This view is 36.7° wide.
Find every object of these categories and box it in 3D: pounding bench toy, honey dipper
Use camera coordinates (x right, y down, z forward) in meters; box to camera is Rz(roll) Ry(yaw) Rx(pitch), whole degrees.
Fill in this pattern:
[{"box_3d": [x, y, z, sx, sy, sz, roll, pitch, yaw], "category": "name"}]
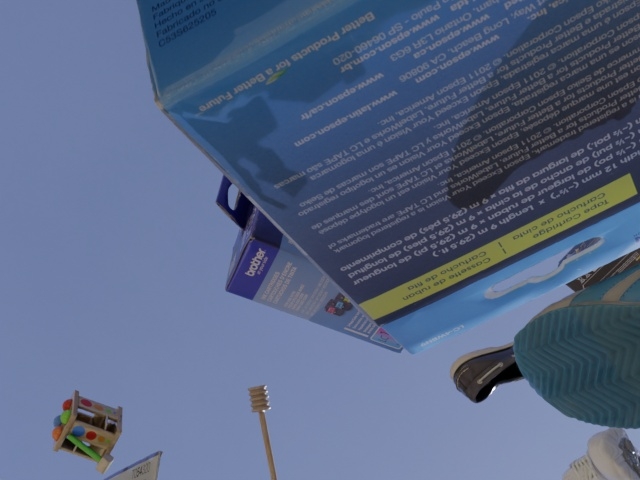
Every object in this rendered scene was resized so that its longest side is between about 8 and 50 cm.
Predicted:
[{"box_3d": [-0.256, 0.211, 1.047, 0.052, 0.065, 0.083, -59, -160, 14], "category": "pounding bench toy"}, {"box_3d": [-0.080, 0.297, 1.440, 0.030, 0.030, 0.161, -19, -101, 39], "category": "honey dipper"}]

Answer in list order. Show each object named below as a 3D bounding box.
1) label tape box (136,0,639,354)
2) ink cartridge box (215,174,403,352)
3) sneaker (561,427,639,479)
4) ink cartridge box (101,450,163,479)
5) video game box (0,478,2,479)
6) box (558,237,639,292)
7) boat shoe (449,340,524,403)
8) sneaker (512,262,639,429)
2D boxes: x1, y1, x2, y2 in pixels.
[{"box_3d": [0.087, -0.081, 0.605, 0.249, 0.348, 0.115, -27, -126, 13], "category": "label tape box"}, {"box_3d": [0.000, 0.000, 1.680, 0.270, 0.395, 0.151, -81, -166, -47], "category": "ink cartridge box"}, {"box_3d": [0.394, 0.330, 1.358, 0.115, 0.232, 0.090, -20, -122, 17], "category": "sneaker"}, {"box_3d": [-0.269, 0.480, 1.310, 0.324, 0.071, 0.330, -36, -139, 53], "category": "ink cartridge box"}, {"box_3d": [-0.215, 0.294, 0.751, 0.205, 0.048, 0.187, 32, -51, 19], "category": "video game box"}, {"box_3d": [0.416, 0.012, 1.094, 0.183, 0.056, 0.231, 38, -66, -4], "category": "box"}, {"box_3d": [0.281, 0.170, 1.311, 0.065, 0.206, 0.075, -119, -165, -54], "category": "boat shoe"}, {"box_3d": [0.217, 0.040, 0.562, 0.229, 0.092, 0.087, -28, -85, 39], "category": "sneaker"}]
